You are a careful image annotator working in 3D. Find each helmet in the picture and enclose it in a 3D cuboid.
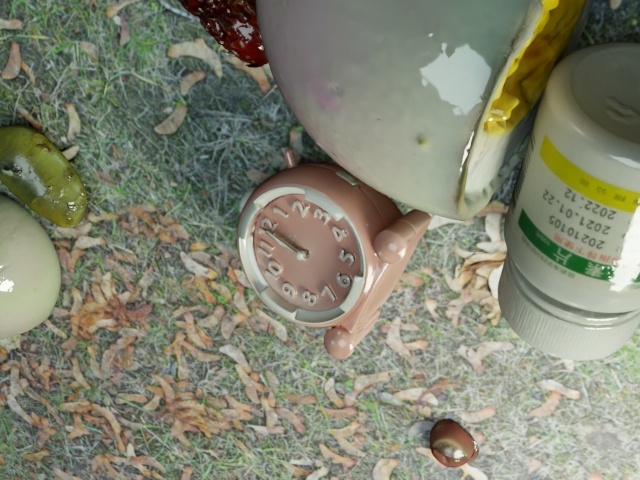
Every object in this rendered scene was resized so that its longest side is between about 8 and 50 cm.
[{"bbox_3d":[0.198,0.315,1.415,0.084,0.049,0.065,45,120,-7],"label":"helmet"}]

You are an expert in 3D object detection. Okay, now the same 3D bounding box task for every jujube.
[{"bbox_3d":[-0.110,-0.293,1.181,0.166,0.104,0.104,43,121,-4],"label":"jujube"}]

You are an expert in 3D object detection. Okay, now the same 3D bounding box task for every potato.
[{"bbox_3d":[-0.419,-0.096,1.396,0.105,0.085,0.188,-33,107,31],"label":"potato"}]

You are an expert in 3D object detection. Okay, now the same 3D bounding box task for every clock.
[{"bbox_3d":[0.000,0.000,1.281,0.241,0.142,0.227,32,122,12],"label":"clock"}]

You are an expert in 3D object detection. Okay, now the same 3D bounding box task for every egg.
[{"bbox_3d":[-0.544,0.042,1.461,0.271,0.162,0.206,32,123,-1],"label":"egg"},{"bbox_3d":[0.083,-0.239,1.004,0.340,0.354,0.354,28,122,18],"label":"egg"}]

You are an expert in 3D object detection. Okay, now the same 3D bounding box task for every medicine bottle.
[{"bbox_3d":[0.320,-0.030,1.067,0.208,0.208,0.340,16,138,10],"label":"medicine bottle"}]
